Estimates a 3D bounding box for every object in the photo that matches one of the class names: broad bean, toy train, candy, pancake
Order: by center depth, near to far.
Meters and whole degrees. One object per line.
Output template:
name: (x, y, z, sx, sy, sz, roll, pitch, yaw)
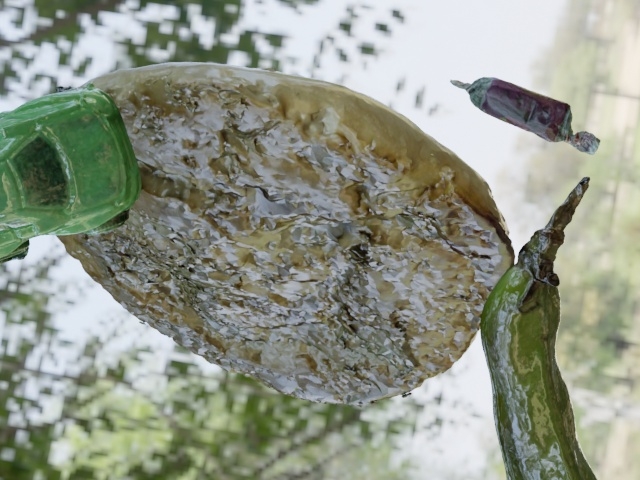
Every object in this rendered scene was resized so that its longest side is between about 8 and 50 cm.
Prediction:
toy train: (-0.182, -0.032, 0.941, 0.081, 0.149, 0.099, -49, -57, -72)
broad bean: (0.135, 0.120, 0.971, 0.067, 0.075, 0.325, -45, -50, -46)
pancake: (-0.037, -0.005, 1.099, 0.356, 0.356, 0.065, 83, -160, -58)
candy: (0.212, -0.135, 1.706, 0.043, 0.175, 0.045, -63, -16, -5)
